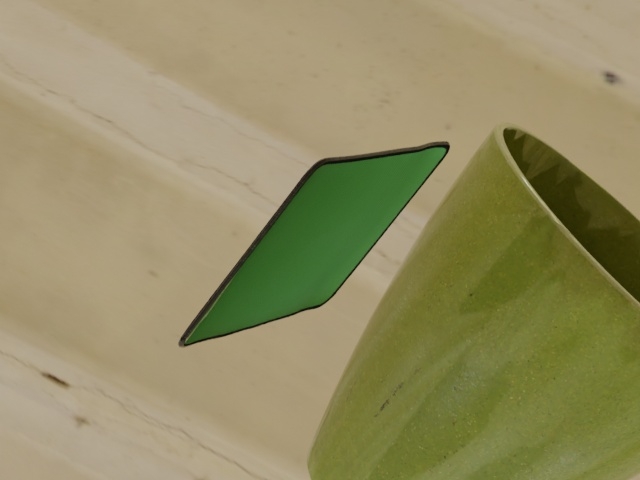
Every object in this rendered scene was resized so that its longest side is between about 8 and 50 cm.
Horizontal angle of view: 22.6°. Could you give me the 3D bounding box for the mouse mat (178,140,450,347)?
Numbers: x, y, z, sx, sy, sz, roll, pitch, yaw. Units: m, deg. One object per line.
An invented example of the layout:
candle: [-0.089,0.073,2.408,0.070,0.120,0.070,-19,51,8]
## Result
mouse mat: [0.000,0.000,0.992,0.152,0.007,0.190,-52,-17,24]

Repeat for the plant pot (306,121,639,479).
plant pot: [0.133,0.109,1.222,0.275,0.275,0.293,36,-71,-25]
